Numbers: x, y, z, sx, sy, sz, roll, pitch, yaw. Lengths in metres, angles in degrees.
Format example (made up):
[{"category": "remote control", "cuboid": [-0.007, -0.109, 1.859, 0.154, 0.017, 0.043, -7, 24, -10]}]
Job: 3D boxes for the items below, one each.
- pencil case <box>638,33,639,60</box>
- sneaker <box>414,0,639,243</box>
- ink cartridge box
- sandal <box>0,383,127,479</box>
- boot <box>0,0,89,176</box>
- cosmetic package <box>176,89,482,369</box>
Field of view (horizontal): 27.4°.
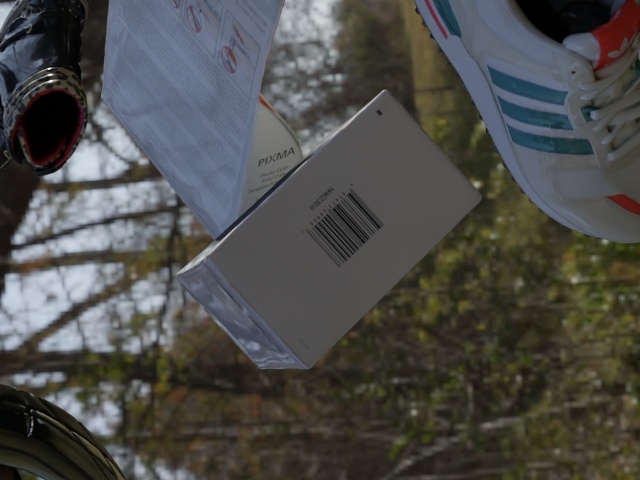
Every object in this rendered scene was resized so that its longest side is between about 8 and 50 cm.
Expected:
[{"category": "pencil case", "cuboid": [0.149, -0.182, 0.643, 0.410, 0.183, 0.160, 50, -148, 1]}, {"category": "sneaker", "cuboid": [0.099, -0.060, 0.504, 0.161, 0.057, 0.075, 53, 163, -18]}, {"category": "ink cartridge box", "cuboid": [-0.127, -0.216, 1.483, 0.308, 0.091, 0.385, 50, 144, 28]}, {"category": "sandal", "cuboid": [-0.277, 0.178, 1.109, 0.086, 0.302, 0.120, -55, 26, 7]}, {"category": "boot", "cuboid": [-0.287, -0.114, 1.238, 0.236, 0.085, 0.179, -53, 33, 30]}, {"category": "cosmetic package", "cuboid": [0.000, 0.000, 1.235, 0.138, 0.224, 0.224, 48, 167, -6]}]
